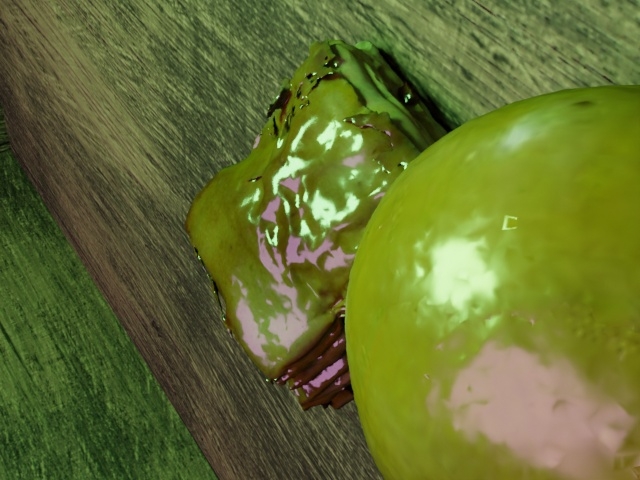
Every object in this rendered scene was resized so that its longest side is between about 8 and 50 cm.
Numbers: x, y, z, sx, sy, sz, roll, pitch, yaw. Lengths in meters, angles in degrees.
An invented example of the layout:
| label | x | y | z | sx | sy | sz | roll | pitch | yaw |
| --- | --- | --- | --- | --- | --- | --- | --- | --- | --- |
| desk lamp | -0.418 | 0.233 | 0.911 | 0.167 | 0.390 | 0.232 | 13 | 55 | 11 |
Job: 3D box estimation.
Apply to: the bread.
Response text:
| label | x | y | z | sx | sy | sz | roll | pitch | yaw |
| --- | --- | --- | --- | --- | --- | --- | --- | --- | --- |
| bread | 0.000 | 0.000 | 0.778 | 0.277 | 0.167 | 0.324 | 55 | 131 | 23 |

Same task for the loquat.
| label | x | y | z | sx | sy | sz | roll | pitch | yaw |
| --- | --- | --- | --- | --- | --- | --- | --- | --- | --- |
| loquat | 0.178 | 0.044 | 0.449 | 0.328 | 0.329 | 0.359 | -21 | 48 | 62 |
